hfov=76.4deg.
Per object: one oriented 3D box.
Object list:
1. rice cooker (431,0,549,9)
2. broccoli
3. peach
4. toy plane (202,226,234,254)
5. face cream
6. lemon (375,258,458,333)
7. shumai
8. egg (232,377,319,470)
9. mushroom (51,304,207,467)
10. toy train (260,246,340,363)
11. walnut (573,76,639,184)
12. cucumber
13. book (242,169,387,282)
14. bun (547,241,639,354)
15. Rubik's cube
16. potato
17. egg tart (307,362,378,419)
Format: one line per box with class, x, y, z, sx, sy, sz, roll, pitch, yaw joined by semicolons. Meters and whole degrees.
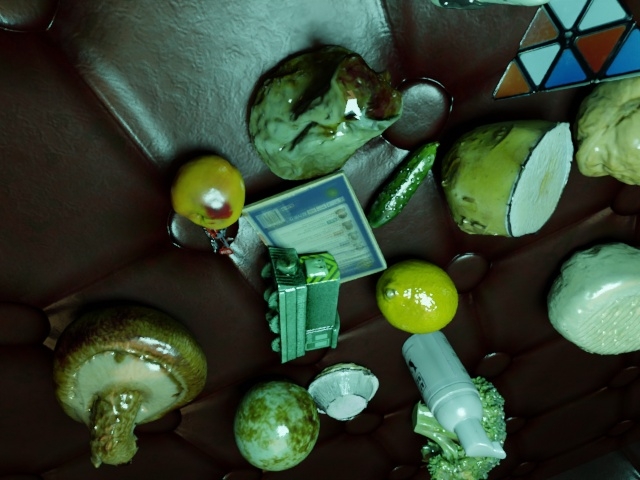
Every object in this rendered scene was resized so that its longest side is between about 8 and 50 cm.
rice cooker;0.250;-0.446;0.562;0.226;0.244;0.226;-25;131;-32
broccoli;0.484;0.665;1.396;0.317;0.277;0.338;-12;120;19
peach;-0.206;-0.093;0.766;0.138;0.138;0.138;-7;126;-9
toy plane;-0.221;-0.020;0.864;0.060;0.037;0.145;-7;132;18
face cream;0.357;0.426;1.120;0.145;0.369;0.145;-7;125;-10
lemon;0.235;0.137;1.002;0.244;0.187;0.187;21;118;-37
shumai;0.000;-0.194;0.700;0.222;0.203;0.272;17;123;-23
egg;-0.117;0.516;1.154;0.238;0.238;0.289;-26;150;5
mushroom;-0.426;0.320;0.917;0.345;0.259;0.345;-7;127;-10
toy train;-0.042;0.149;0.958;0.178;0.138;0.330;-8;135;-12
walnut;0.641;-0.219;0.822;0.257;0.224;0.257;-19;145;-14
cucumber;0.178;-0.120;0.879;0.069;0.069;0.227;24;114;-27
book;0.000;0.000;0.906;0.228;0.018;0.322;-18;136;12
bun;0.825;0.152;1.150;0.360;0.211;0.359;0;125;0
Rubik's cube;0.521;-0.318;0.720;0.250;0.234;0.284;14;119;-23
potato;0.378;-0.138;0.854;0.300;0.196;0.246;-10;117;-42
egg tart;0.071;0.480;1.261;0.234;0.094;0.234;-6;128;-8
